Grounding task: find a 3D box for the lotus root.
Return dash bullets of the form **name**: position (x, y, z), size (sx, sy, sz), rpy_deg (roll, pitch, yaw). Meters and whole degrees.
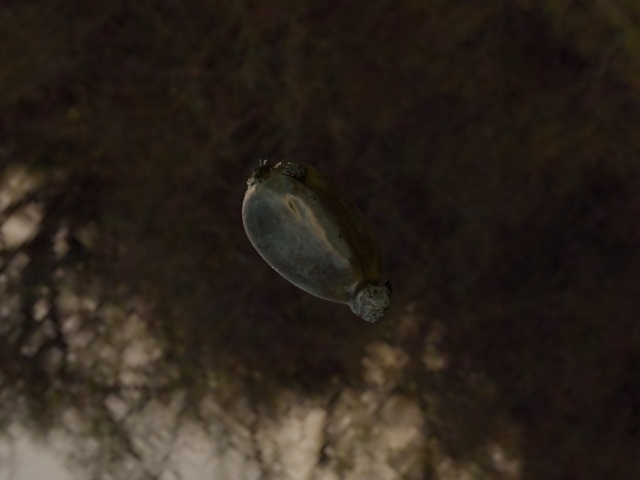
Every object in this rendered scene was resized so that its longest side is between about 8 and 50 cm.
- **lotus root**: position (0.000, 0.001, 1.522), size (0.165, 0.088, 0.088), rpy_deg (47, -178, 7)
